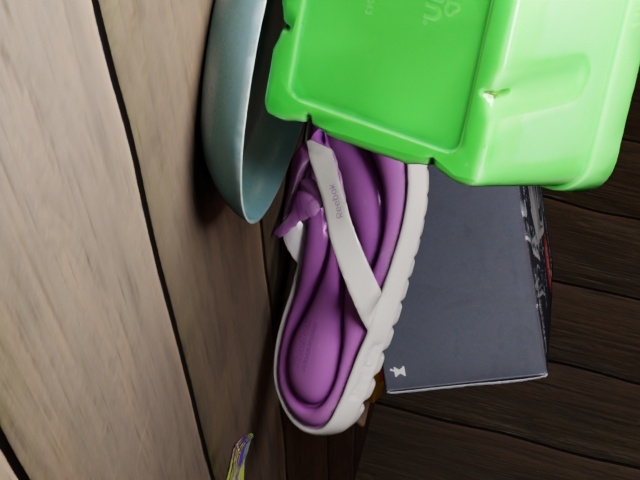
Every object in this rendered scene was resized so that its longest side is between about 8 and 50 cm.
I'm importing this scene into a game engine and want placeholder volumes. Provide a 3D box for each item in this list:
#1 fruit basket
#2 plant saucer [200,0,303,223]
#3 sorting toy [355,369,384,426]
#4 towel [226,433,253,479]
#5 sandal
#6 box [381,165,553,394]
[{"bbox_3d":[0.123,-0.243,1.230,0.392,0.283,0.392,-48,150,-41],"label":"fruit basket"},{"bbox_3d":[-0.032,-0.171,1.251,0.317,0.044,0.317,14,90,-84],"label":"plant saucer"},{"bbox_3d":[0.058,0.107,1.984,0.208,0.038,0.193,59,43,-71],"label":"sorting toy"},{"bbox_3d":[-0.084,0.233,1.773,0.083,0.009,0.060,-22,124,-82],"label":"towel"},{"bbox_3d":[0.010,0.004,1.656,0.102,0.169,0.416,-9,113,-39],"label":"sandal"},{"bbox_3d":[0.145,-0.054,1.881,0.312,0.179,0.343,-66,147,-67],"label":"box"}]
